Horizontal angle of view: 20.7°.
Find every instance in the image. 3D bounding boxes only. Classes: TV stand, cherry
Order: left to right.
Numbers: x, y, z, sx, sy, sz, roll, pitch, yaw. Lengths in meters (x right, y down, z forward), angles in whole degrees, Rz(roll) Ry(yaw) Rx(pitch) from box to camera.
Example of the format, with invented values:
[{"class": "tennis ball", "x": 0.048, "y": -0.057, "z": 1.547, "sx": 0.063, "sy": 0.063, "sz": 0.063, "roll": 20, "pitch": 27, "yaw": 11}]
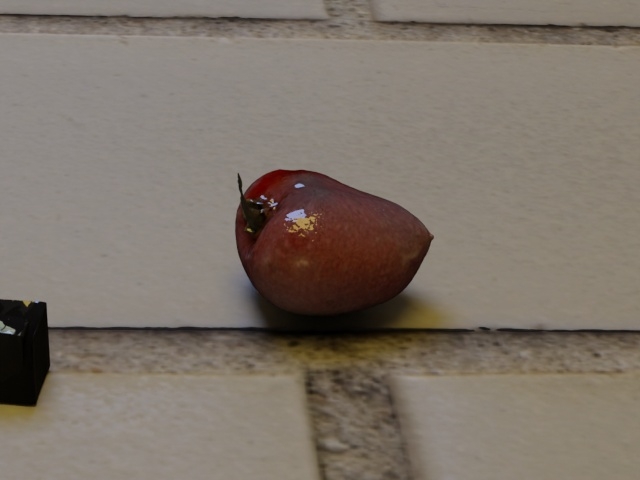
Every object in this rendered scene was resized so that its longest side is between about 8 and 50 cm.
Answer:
[{"class": "TV stand", "x": -0.289, "y": 0.056, "z": 1.024, "sx": 0.256, "sy": 0.049, "sz": 0.040, "roll": 5, "pitch": 31, "yaw": 2}, {"class": "cherry", "x": -0.001, "y": 0.006, "z": 1.106, "sx": 0.126, "sy": 0.087, "sz": 0.106, "roll": 25, "pitch": 25, "yaw": 1}]
